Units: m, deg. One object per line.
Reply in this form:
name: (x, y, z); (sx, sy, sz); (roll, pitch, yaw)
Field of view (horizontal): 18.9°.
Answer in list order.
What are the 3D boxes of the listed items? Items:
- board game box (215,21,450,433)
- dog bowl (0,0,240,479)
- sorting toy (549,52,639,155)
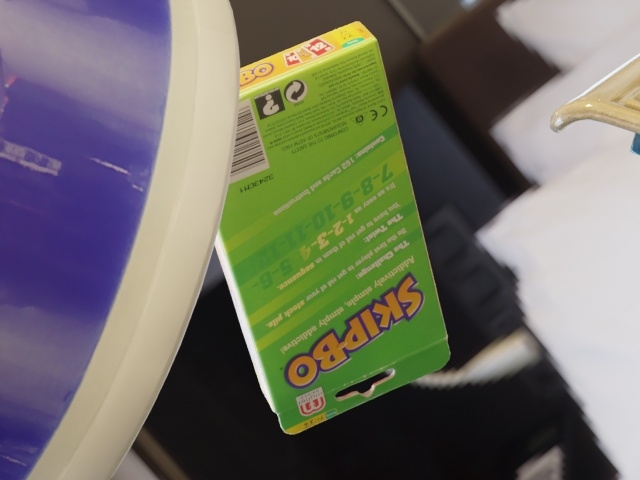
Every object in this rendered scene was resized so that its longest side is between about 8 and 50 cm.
board game box: (0.000, 0.000, 1.179); (0.124, 0.259, 0.039); (-23, 35, -10)
dog bowl: (-0.143, -0.007, 0.732); (0.265, 0.104, 0.265); (-40, 38, 43)
sorting toy: (0.273, -0.065, 1.085); (0.307, 0.229, 0.041); (-32, -45, -65)
